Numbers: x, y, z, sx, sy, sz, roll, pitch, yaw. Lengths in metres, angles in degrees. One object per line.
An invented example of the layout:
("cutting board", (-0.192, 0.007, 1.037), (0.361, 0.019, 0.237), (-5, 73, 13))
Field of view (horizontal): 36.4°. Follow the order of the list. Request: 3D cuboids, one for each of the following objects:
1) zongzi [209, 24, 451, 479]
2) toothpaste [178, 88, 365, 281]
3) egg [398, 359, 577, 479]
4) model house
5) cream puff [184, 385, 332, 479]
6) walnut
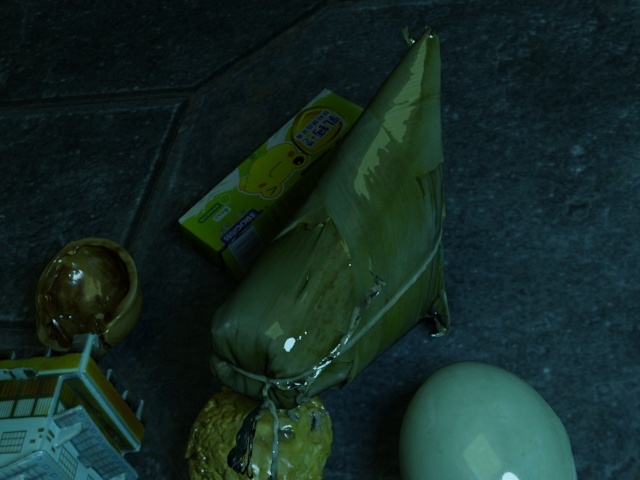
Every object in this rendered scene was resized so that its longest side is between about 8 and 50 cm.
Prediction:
("zongzi", (0.000, 0.000, 1.068), (0.181, 0.418, 0.447), (19, 29, 28))
("toothpaste", (-0.056, -0.086, 1.451), (0.327, 0.077, 0.110), (-44, 48, -16))
("egg", (0.174, 0.227, 1.033), (0.183, 0.183, 0.217), (-13, 58, 11))
("model house", (-0.342, 0.257, 1.191), (0.198, 0.224, 0.215), (-5, 47, 15))
("cream puff", (-0.074, 0.242, 1.156), (0.189, 0.129, 0.189), (-11, 53, 14))
("walnut", (-0.320, 0.092, 1.400), (0.167, 0.087, 0.211), (-30, 46, 5))
